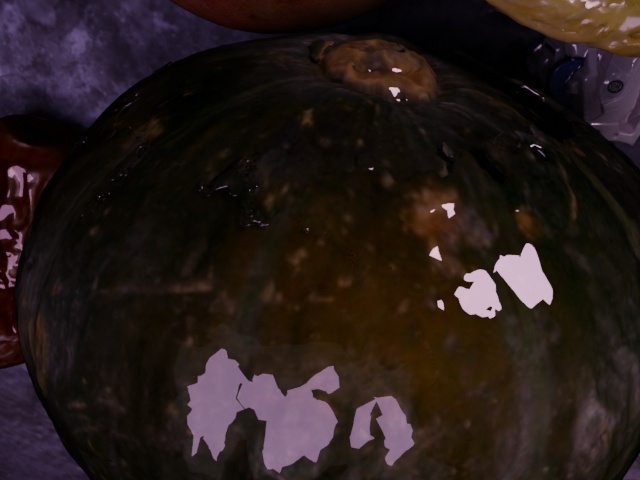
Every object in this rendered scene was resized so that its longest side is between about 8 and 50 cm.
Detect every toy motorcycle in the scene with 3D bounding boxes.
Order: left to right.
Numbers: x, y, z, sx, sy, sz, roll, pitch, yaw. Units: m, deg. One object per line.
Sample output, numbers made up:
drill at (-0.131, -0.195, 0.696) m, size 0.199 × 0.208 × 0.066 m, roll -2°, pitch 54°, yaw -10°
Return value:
toy motorcycle at (0.230, -0.133, 0.758) m, size 0.112 × 0.112 × 0.254 m, roll 3°, pitch 122°, yaw 20°

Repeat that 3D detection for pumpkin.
pumpkin at (0.021, 0.029, 0.654) m, size 0.454 × 0.454 × 0.344 m, roll 10°, pitch 114°, yaw 16°

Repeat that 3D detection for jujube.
jujube at (-0.340, 0.006, 1.023) m, size 0.197 × 0.197 × 0.290 m, roll 24°, pitch 113°, yaw 6°

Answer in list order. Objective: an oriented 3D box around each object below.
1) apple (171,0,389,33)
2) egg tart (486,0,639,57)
apple at (-0.026, -0.272, 0.694) m, size 0.253 × 0.253 × 0.254 m, roll 11°, pitch 125°, yaw 16°
egg tart at (0.214, -0.291, 0.591) m, size 0.345 × 0.132 × 0.346 m, roll 1°, pitch 106°, yaw 3°
